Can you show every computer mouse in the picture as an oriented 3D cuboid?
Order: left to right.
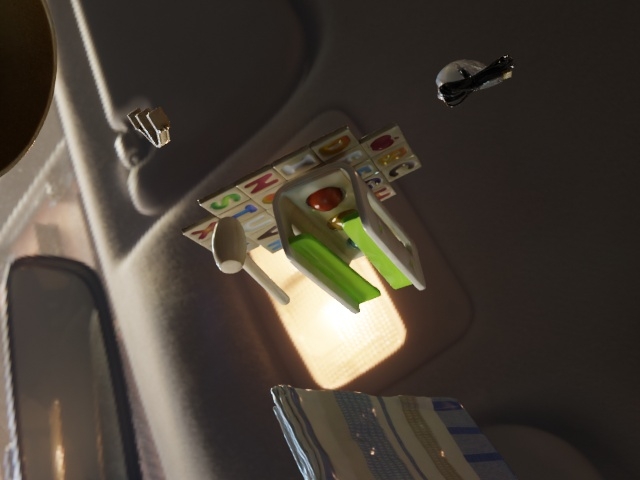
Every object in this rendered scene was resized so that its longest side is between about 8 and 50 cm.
[{"bbox_3d":[0.193,-0.222,1.198,0.106,0.042,0.193,-29,-169,0],"label":"computer mouse"}]

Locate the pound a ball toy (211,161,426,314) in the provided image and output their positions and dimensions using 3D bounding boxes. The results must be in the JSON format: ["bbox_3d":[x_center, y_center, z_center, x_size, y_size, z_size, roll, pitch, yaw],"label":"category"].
[{"bbox_3d":[0.000,0.000,1.263,0.208,0.319,0.136,-22,-119,16],"label":"pound a ball toy"}]

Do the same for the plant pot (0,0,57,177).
[{"bbox_3d":[-0.438,-0.191,0.868,0.254,0.237,0.237,16,-90,23],"label":"plant pot"}]

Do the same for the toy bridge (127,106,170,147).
[{"bbox_3d":[-0.269,-0.181,1.411,0.026,0.063,0.188,-36,-160,-14],"label":"toy bridge"}]

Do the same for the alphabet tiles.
[{"bbox_3d":[-0.021,-0.064,1.300,0.342,0.285,0.011,-26,-111,9],"label":"alphabet tiles"}]

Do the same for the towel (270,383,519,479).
[{"bbox_3d":[0.092,0.249,1.078,0.209,0.284,0.034,-125,-132,-61],"label":"towel"}]
